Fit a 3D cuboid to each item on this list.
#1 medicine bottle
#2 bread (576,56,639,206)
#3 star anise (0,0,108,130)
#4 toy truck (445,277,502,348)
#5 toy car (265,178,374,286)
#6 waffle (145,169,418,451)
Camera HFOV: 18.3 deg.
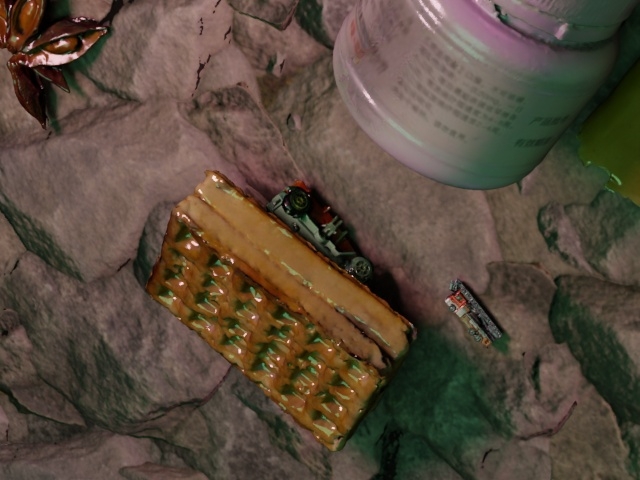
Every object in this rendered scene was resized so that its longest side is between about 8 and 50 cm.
[{"bbox_3d":[0.176,-0.224,1.897,0.241,0.241,0.302,40,127,6],"label":"medicine bottle"},{"bbox_3d":[0.345,-0.117,1.954,0.134,0.085,0.173,41,128,5],"label":"bread"},{"bbox_3d":[-0.325,-0.240,2.294,0.157,0.053,0.212,-21,101,36],"label":"star anise"},{"bbox_3d":[0.166,0.080,2.198,0.032,0.024,0.083,-40,94,15],"label":"toy truck"},{"bbox_3d":[0.000,0.000,2.230,0.143,0.054,0.073,46,145,-3],"label":"toy car"},{"bbox_3d":[-0.050,0.078,2.241,0.308,0.091,0.213,38,148,8],"label":"waffle"}]
